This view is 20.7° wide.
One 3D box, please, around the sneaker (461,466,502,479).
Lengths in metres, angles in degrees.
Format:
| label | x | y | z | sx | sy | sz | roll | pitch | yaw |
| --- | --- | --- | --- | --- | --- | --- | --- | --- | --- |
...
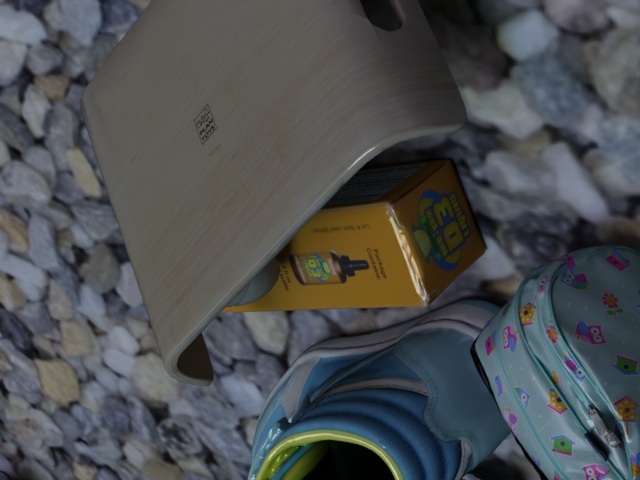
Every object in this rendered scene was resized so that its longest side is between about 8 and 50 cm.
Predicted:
| label | x | y | z | sx | sy | sz | roll | pitch | yaw |
| --- | --- | --- | --- | --- | --- | --- | --- | --- | --- |
| sneaker | 0.079 | 0.236 | 1.311 | 0.080 | 0.081 | 0.211 | 52 | 139 | 6 |

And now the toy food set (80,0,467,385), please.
| label | x | y | z | sx | sy | sz | roll | pitch | yaw |
| --- | --- | --- | --- | --- | --- | --- | --- | --- | --- |
| toy food set | -0.039 | -0.073 | 1.141 | 0.306 | 0.092 | 0.220 | -45 | 54 | 39 |

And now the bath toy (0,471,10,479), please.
| label | x | y | z | sx | sy | sz | roll | pitch | yaw |
| --- | --- | --- | --- | --- | --- | --- | --- | --- | --- |
| bath toy | -0.389 | 0.228 | 1.740 | 0.348 | 0.129 | 0.151 | 55 | 141 | 1 |

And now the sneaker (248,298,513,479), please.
| label | x | y | z | sx | sy | sz | roll | pitch | yaw |
| --- | --- | --- | --- | --- | --- | --- | --- | --- | --- |
| sneaker | -0.002 | 0.157 | 1.237 | 0.127 | 0.208 | 0.319 | 54 | 141 | -1 |

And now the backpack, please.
| label | x | y | z | sx | sy | sz | roll | pitch | yaw |
| --- | --- | --- | --- | --- | --- | --- | --- | --- | --- |
| backpack | 0.182 | 0.096 | 1.077 | 0.182 | 0.152 | 0.115 | 56 | 135 | 16 |

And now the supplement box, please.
| label | x | y | z | sx | sy | sz | roll | pitch | yaw |
| --- | --- | --- | --- | --- | --- | --- | --- | --- | --- |
| supplement box | 0.000 | 0.000 | 1.229 | 0.233 | 0.080 | 0.078 | -2 | 115 | 48 |
